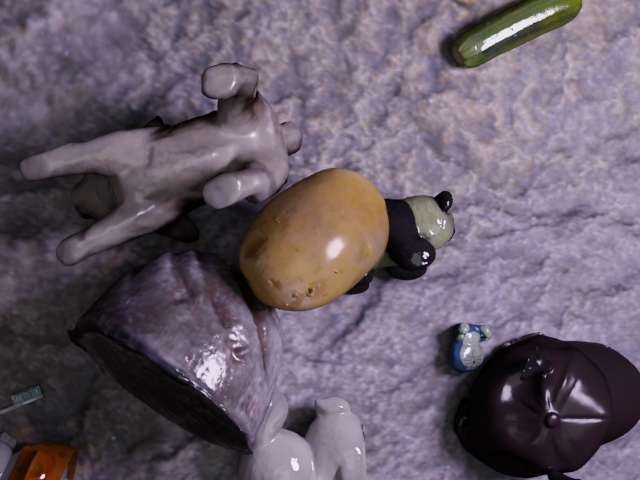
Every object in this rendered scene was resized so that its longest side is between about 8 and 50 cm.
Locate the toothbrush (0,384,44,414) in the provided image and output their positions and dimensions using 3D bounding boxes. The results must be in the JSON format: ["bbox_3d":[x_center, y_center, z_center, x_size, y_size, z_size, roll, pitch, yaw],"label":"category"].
[{"bbox_3d":[-0.537,0.262,1.190,0.269,0.021,0.027,-16,84,-10],"label":"toothbrush"}]

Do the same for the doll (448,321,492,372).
[{"bbox_3d":[0.240,0.172,1.325,0.076,0.050,0.083,6,91,-30],"label":"doll"}]

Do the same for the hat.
[{"bbox_3d":[0.398,0.269,1.283,0.336,0.209,0.238,-3,91,-13],"label":"hat"}]

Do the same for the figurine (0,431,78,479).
[{"bbox_3d":[-0.442,0.346,1.170,0.271,0.143,0.143,5,93,8],"label":"figurine"}]

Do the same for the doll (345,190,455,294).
[{"bbox_3d":[0.097,0.000,1.239,0.234,0.143,0.135,-11,81,-6],"label":"doll"}]

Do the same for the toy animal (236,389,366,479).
[{"bbox_3d":[-0.026,0.313,1.242,0.193,0.127,0.179,7,90,-10],"label":"toy animal"}]

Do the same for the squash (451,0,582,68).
[{"bbox_3d":[0.314,-0.341,1.298,0.228,0.066,0.066,-28,99,-7],"label":"squash"}]

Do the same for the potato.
[{"bbox_3d":[0.000,0.000,1.092,0.234,0.146,0.150,-41,123,-23],"label":"potato"}]

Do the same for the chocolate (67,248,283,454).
[{"bbox_3d":[-0.163,0.131,1.138,0.303,0.303,0.213,38,64,-11],"label":"chocolate"}]

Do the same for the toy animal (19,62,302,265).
[{"bbox_3d":[-0.192,-0.096,1.144,0.344,0.302,0.194,-17,92,15],"label":"toy animal"}]
